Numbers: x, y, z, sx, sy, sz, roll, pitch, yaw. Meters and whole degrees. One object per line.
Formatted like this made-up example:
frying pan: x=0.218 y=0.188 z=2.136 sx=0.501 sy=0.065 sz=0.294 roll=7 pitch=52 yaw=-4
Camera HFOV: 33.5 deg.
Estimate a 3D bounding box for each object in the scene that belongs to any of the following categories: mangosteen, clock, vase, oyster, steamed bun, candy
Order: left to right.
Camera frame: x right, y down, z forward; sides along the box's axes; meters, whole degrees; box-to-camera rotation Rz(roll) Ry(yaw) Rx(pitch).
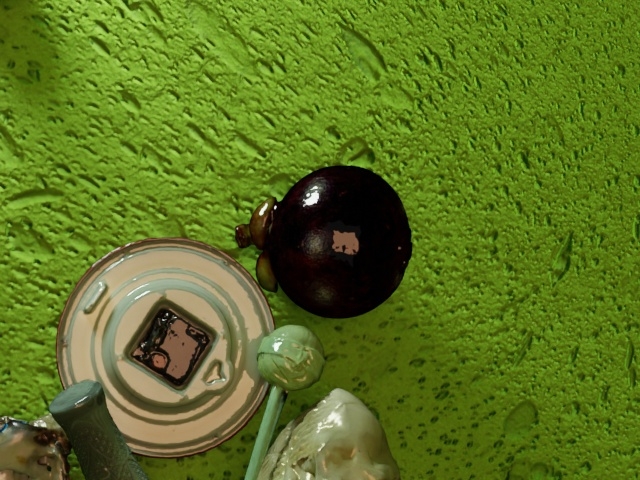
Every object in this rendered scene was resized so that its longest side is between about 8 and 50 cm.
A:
oyster: x=-0.436 y=0.344 z=1.428 sx=0.223 sy=0.083 sz=0.214 roll=0 pitch=81 yaw=-16
vase: x=-0.288 y=0.299 z=1.438 sx=0.096 sy=0.096 sz=0.219 roll=-27 pitch=107 yaw=-18
clock: x=-0.215 y=0.151 z=1.521 sx=0.319 sy=0.080 sz=0.318 roll=2 pitch=81 yaw=-15
candy: x=-0.074 y=0.265 z=1.454 sx=0.093 sy=0.092 sz=0.335 roll=39 pitch=54 yaw=-33
mangosteen: x=0.000 y=0.000 z=1.540 sx=0.266 sy=0.228 sz=0.228 roll=5 pitch=79 yaw=17
steamed bun: x=0.005 y=0.387 z=1.457 sx=0.203 sy=0.276 sz=0.289 roll=35 pitch=40 yaw=-10
